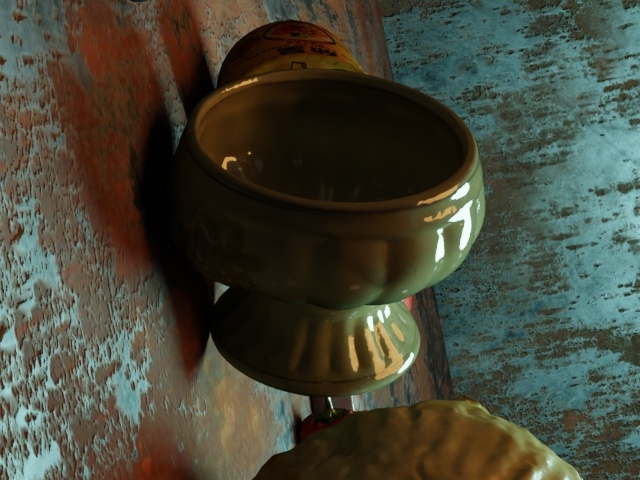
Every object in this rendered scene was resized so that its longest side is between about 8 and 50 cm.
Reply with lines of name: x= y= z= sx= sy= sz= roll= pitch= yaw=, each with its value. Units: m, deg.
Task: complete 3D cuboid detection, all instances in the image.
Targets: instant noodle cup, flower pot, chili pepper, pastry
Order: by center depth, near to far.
pastry: x=0.095 y=0.332 z=1.459 sx=0.312 sy=0.388 sz=0.388 roll=17 pitch=63 yaw=-83
flower pot: x=0.000 y=0.000 z=1.552 sx=0.307 sy=0.307 sz=0.244 roll=-85 pitch=179 yaw=-59
instant noodle cup: x=-0.028 y=-0.139 z=1.771 sx=0.172 sy=0.216 sz=0.216 roll=-103 pitch=177 yaw=-60
chili pepper: x=0.017 y=0.245 z=1.956 sx=0.086 sy=0.084 sz=0.192 roll=-123 pitch=-157 yaw=-70

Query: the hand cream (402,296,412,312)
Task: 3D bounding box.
hand cream: x=0.028 y=0.037 z=2.011 sx=0.193 sy=0.125 sz=0.193 roll=-9 pitch=90 yaw=-68

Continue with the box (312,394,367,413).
box: x=0.027 y=0.227 z=2.106 sx=0.111 sy=0.060 sz=0.156 roll=29 pitch=50 yaw=-76
